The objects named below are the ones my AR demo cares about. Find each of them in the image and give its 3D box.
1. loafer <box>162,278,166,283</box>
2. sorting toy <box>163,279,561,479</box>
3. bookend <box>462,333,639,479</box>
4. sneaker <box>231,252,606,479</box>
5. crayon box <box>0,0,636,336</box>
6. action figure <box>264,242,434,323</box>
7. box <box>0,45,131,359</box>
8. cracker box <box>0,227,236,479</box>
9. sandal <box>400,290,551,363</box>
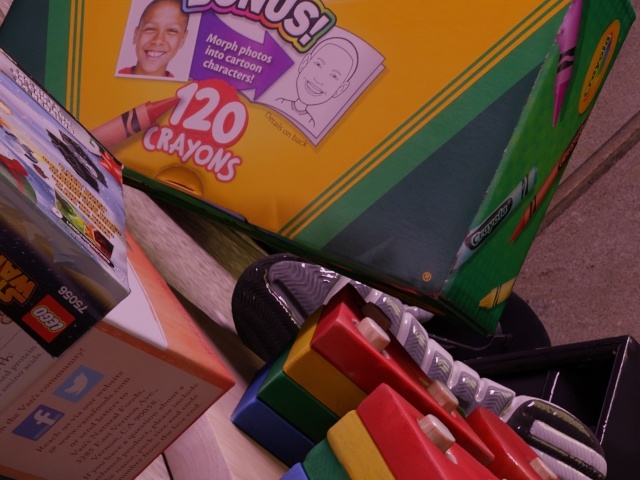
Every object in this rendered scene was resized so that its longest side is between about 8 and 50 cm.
[{"bbox_3d":[-0.087,0.034,0.586,0.045,0.039,0.125,13,7,-3],"label":"loafer"},{"bbox_3d":[0.052,0.126,0.641,0.257,0.089,0.255,42,8,-32],"label":"sorting toy"},{"bbox_3d":[0.164,0.160,1.111,0.157,0.156,0.072,-13,-46,45],"label":"bookend"},{"bbox_3d":[0.041,0.099,0.866,0.228,0.086,0.132,34,-18,0],"label":"sneaker"},{"bbox_3d":[-0.015,-0.085,0.718,0.278,0.165,0.081,22,-6,28],"label":"crayon box"},{"bbox_3d":[0.000,0.000,1.190,0.232,0.063,0.137,36,15,-40],"label":"action figure"},{"bbox_3d":[-0.103,-0.041,0.364,0.137,0.027,0.094,45,10,-21],"label":"box"},{"bbox_3d":[-0.138,-0.022,0.427,0.156,0.067,0.232,51,9,32],"label":"cracker box"},{"bbox_3d":[0.094,0.052,1.341,0.254,0.097,0.054,34,9,-13],"label":"sandal"}]
